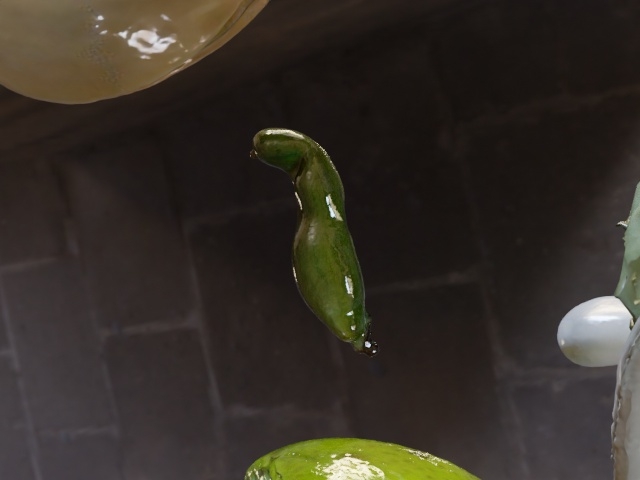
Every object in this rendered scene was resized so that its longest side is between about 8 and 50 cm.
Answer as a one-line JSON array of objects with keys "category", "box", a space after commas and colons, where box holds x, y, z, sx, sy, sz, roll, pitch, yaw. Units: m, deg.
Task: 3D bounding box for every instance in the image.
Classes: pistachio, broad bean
[{"category": "pistachio", "box": [-0.171, -0.241, 1.201, 0.321, 0.229, 0.238, -25, 94, 15]}, {"category": "broad bean", "box": [0.000, 0.000, 1.251, 0.070, 0.048, 0.213, -25, 81, 23]}]

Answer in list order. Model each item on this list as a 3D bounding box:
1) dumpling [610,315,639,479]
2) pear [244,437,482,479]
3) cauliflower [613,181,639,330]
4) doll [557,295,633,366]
[{"category": "dumpling", "box": [0.234, 0.060, 0.480, 0.260, 0.181, 0.341, 41, 136, -4]}, {"category": "pear", "box": [0.081, 0.236, 0.936, 0.288, 0.239, 0.139, -99, 24, -44]}, {"category": "cauliflower", "box": [0.263, -0.102, 0.688, 0.281, 0.260, 0.327, -20, 124, 34]}, {"category": "doll", "box": [0.402, 0.021, 1.046, 0.187, 0.376, 0.365, -82, 12, -73]}]
